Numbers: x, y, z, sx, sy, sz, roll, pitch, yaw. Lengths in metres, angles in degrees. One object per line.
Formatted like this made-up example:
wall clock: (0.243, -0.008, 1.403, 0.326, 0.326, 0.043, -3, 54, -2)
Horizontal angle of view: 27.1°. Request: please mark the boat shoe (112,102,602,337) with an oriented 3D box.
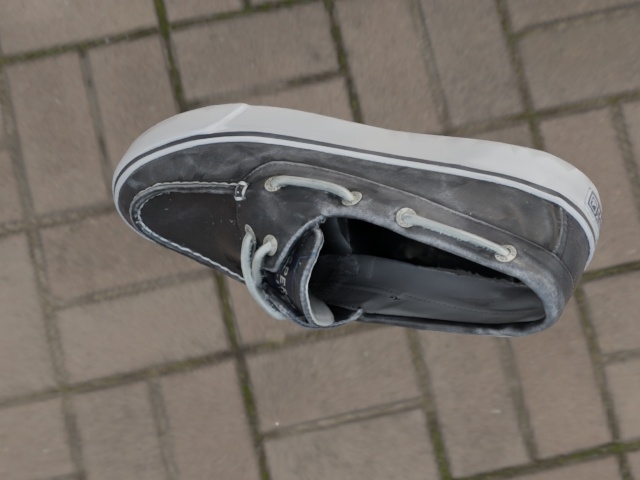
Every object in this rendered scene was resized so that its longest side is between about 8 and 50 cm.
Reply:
boat shoe: (0.000, 0.000, 0.747, 0.301, 0.108, 0.102, 9, 46, 23)
